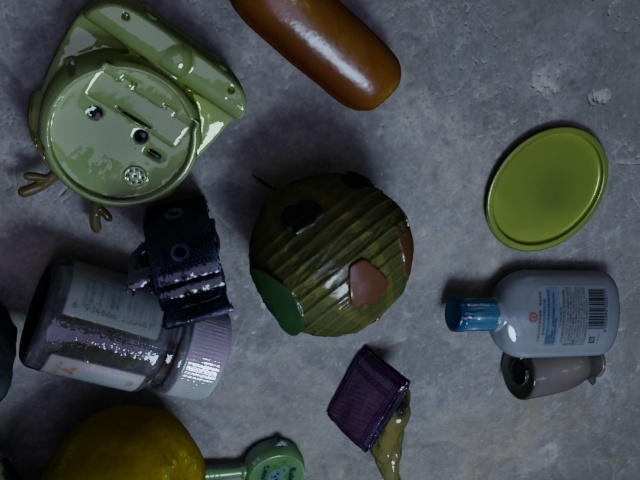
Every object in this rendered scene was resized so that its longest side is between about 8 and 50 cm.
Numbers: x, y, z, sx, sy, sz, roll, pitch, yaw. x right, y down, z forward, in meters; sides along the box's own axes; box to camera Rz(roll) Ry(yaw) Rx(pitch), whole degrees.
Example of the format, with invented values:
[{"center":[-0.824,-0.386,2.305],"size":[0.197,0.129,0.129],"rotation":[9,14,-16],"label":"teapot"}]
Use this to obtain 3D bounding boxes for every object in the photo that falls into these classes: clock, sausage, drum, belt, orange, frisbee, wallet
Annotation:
[{"center":[-0.265,-0.145,0.954],"size":[0.235,0.096,0.308],"rotation":[31,107,-30],"label":"clock"},{"center":[-0.003,-0.275,0.964],"size":[0.274,0.105,0.105],"rotation":[34,104,-31],"label":"sausage"},{"center":[-0.153,0.443,1.348],"size":[0.253,0.049,0.130],"rotation":[-12,121,-11],"label":"drum"},{"center":[-0.201,0.018,0.995],"size":[0.128,0.218,0.122],"rotation":[-14,118,-6],"label":"belt"},{"center":[-0.316,0.402,1.151],"size":[0.235,0.279,0.279],"rotation":[-9,125,20],"label":"orange"},{"center":[0.390,-0.086,1.246],"size":[0.236,0.017,0.236],"rotation":[-8,120,-14],"label":"frisbee"},{"center":[0.082,0.287,1.308],"size":[0.030,0.111,0.166],"rotation":[-5,126,-58],"label":"wallet"}]

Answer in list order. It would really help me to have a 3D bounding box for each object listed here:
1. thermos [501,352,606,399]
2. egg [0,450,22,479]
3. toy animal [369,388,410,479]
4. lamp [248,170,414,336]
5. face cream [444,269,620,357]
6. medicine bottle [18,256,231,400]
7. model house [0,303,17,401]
[{"center":[0.463,0.229,1.406],"size":[0.193,0.105,0.137],"rotation":[-4,88,-19],"label":"thermos"},{"center":[-0.610,0.447,1.065],"size":[0.379,0.287,0.287],"rotation":[-33,124,18],"label":"egg"},{"center":[0.130,0.370,1.369],"size":[0.103,0.101,0.218],"rotation":[-3,119,-18],"label":"toy animal"},{"center":[0.000,0.000,1.054],"size":[0.250,0.250,0.284],"rotation":[-42,83,7],"label":"lamp"},{"center":[0.388,0.134,1.315],"size":[0.337,0.080,0.163],"rotation":[1,92,-19],"label":"face cream"},{"center":[-0.284,0.137,1.067],"size":[0.273,0.165,0.165],"rotation":[21,110,-27],"label":"medicine bottle"},{"center":[-0.590,0.106,0.934],"size":[0.271,0.190,0.301],"rotation":[-20,121,-4],"label":"model house"}]
